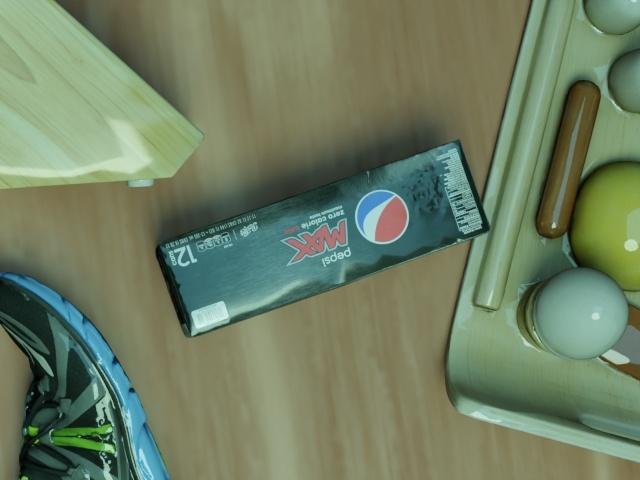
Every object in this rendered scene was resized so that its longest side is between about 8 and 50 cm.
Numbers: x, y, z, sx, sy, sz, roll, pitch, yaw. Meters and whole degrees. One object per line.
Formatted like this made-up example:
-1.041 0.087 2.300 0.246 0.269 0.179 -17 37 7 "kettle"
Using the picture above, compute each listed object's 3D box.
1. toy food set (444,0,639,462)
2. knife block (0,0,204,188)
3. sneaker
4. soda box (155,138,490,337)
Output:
0.209 -0.028 0.825 0.220 0.092 0.306 15 85 -7 "toy food set"
-0.204 -0.141 0.754 0.276 0.088 0.242 -4 97 -8 "knife block"
-0.128 0.104 0.780 0.078 0.067 0.188 -24 94 -15 "sneaker"
0.000 0.000 0.808 0.169 0.060 0.053 -19 89 -8 "soda box"
